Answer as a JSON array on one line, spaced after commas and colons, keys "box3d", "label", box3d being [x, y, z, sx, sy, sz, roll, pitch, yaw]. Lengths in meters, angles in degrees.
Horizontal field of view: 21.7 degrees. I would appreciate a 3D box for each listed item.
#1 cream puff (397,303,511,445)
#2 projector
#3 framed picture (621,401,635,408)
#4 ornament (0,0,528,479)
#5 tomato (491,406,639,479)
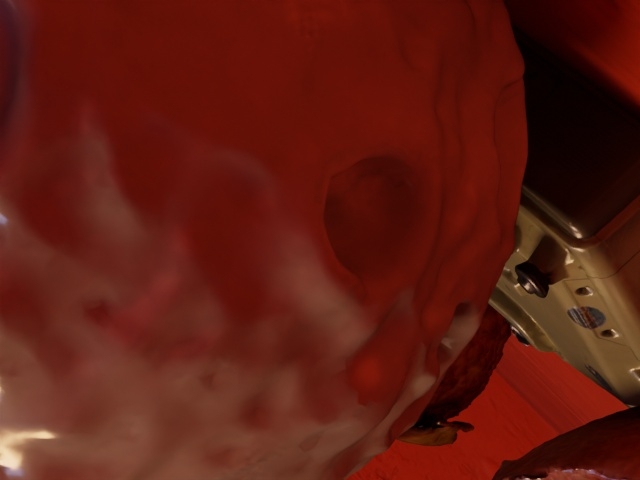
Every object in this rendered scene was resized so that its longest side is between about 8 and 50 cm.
[{"box3d": [-0.004, -0.002, 1.260, 0.350, 0.229, 0.350, 25, -173, -3], "label": "cream puff"}, {"box3d": [0.088, -0.026, 0.806, 0.269, 0.088, 0.193, 44, 174, 46], "label": "projector"}, {"box3d": [0.205, 0.069, 1.394, 0.296, 0.019, 0.232, 47, 178, -33], "label": "framed picture"}, {"box3d": [-0.083, -0.034, 0.623, 0.337, 0.337, 0.337, 46, 178, 2], "label": "ornament"}, {"box3d": [0.227, 0.175, 0.819, 0.309, 0.170, 0.309, 30, 144, 25], "label": "tomato"}]
